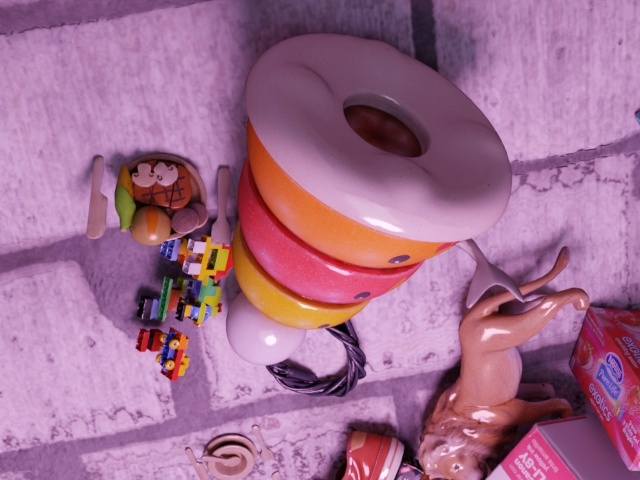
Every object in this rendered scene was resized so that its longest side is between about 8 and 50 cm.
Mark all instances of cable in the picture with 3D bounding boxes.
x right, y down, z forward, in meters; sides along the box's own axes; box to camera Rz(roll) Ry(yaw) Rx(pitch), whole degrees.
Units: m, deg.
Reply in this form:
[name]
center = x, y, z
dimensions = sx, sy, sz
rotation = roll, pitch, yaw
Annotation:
[cable]
center = -0.010, 0.179, 1.473
dimensions = 0.151, 0.047, 0.184
rotation = -20, 119, 3

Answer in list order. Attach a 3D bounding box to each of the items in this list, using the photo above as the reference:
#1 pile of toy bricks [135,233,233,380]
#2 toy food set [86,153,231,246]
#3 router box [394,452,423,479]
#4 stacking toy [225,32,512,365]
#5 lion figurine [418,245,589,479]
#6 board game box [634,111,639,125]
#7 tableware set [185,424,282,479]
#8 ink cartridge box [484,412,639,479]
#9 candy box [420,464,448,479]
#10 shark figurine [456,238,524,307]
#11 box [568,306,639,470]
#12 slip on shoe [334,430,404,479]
[pile of toy bricks]
center = -0.183, 0.087, 1.380
dimensions = 0.105, 0.118, 0.212
rotation = 5, 103, -42
[toy food set]
center = -0.213, -0.057, 1.283
dimensions = 0.192, 0.038, 0.132
rotation = 3, 75, -11
[router box]
center = 0.124, 0.416, 1.565
dimensions = 0.038, 0.092, 0.122
rotation = 26, 89, 2
[stacking toy]
center = 0.000, 0.000, 1.278
dimensions = 0.351, 0.350, 0.480
rotation = 16, 131, -16
[lion figurine]
center = 0.269, 0.198, 1.482
dimensions = 0.240, 0.142, 0.392
rotation = -5, 112, -8
[board game box]
center = 0.653, -0.124, 1.394
dimensions = 0.254, 0.079, 0.336
rotation = -35, 117, 11
[tableware set]
center = -0.129, 0.403, 1.577
dimensions = 0.128, 0.039, 0.194
rotation = -19, 119, 2
[ink cartridge box]
center = 0.346, 0.462, 1.529
dimensions = 0.279, 0.160, 0.384
rotation = 3, 130, -46
[candy box]
center = 0.162, 0.459, 1.612
dimensions = 0.053, 0.109, 0.186
rotation = 33, 108, -23
[shark figurine]
center = 0.157, 0.003, 1.359
dimensions = 0.116, 0.278, 0.166
rotation = 9, 88, -54
[box]
center = 0.492, 0.220, 1.451
dimensions = 0.128, 0.257, 0.122
rotation = 5, 119, -11
[slip on shoe]
center = 0.030, 0.451, 1.594
dimensions = 0.101, 0.123, 0.331
rotation = 25, 112, 1
